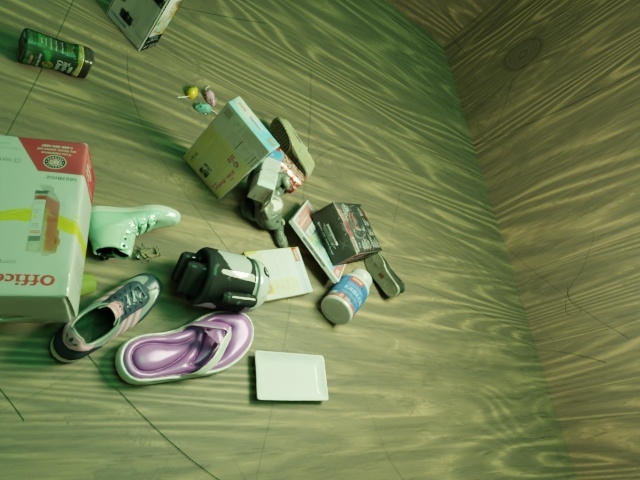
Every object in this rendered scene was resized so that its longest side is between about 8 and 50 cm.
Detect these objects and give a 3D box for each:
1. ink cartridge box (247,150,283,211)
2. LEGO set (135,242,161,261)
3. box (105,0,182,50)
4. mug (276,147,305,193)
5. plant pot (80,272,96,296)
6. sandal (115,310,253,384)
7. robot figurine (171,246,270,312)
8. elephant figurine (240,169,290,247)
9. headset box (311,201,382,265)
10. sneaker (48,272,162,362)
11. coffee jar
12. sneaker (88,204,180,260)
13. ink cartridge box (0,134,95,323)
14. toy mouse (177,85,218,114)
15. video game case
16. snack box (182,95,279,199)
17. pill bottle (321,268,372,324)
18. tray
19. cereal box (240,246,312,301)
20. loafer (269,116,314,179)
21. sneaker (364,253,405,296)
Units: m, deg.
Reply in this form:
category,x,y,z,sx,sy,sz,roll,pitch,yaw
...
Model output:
category,x,y,z,sx,sy,sz,roll,pitch,yaw
ink cartridge box,-0.180,-0.194,1.519,0.060,0.104,0.180,21,63,-19
LEGO set,-0.490,0.038,1.336,0.083,0.024,0.054,20,55,-52
box,-0.569,-0.791,1.560,0.169,0.290,0.087,50,41,-10
mug,-0.141,-0.279,1.802,0.169,0.113,0.150,44,45,-20
plant pot,-0.594,0.108,1.153,0.079,0.083,0.083,-6,70,-58
sandal,-0.328,0.286,1.275,0.417,0.102,0.169,-13,76,-48
robot figurine,-0.278,0.113,1.375,0.278,0.174,0.208,17,55,-36
elephant figurine,-0.185,-0.116,1.638,0.186,0.169,0.239,9,73,-8
headset box,0.100,-0.028,1.823,0.293,0.110,0.217,-5,69,-63
sneaker,-0.493,0.173,1.162,0.112,0.131,0.319,50,41,-8
coffee jar,-0.756,-0.533,1.367,0.185,0.096,0.078,3,67,-43
sneaker,-0.500,-0.014,1.297,0.256,0.094,0.151,-4,63,-35
ink cartridge box,-0.666,-0.028,1.034,0.280,0.160,0.384,3,63,-20
toy mouse,-0.417,-0.509,1.731,0.143,0.031,0.161,44,43,-15
video game case,0.000,0.000,1.771,0.285,0.025,0.204,54,25,-13
snack box,-0.289,-0.278,1.492,0.187,0.322,0.060,51,44,-8
pill bottle,0.103,0.195,1.735,0.124,0.124,0.221,52,41,-7
tray,-0.092,0.424,1.475,0.271,0.030,0.145,16,57,-38
cereal box,-0.148,0.115,1.597,0.240,0.047,0.172,-4,69,-46
loafer,-0.111,-0.369,1.899,0.092,0.102,0.268,-36,102,-50
sneaker,0.266,0.136,1.981,0.221,0.083,0.118,61,22,15
